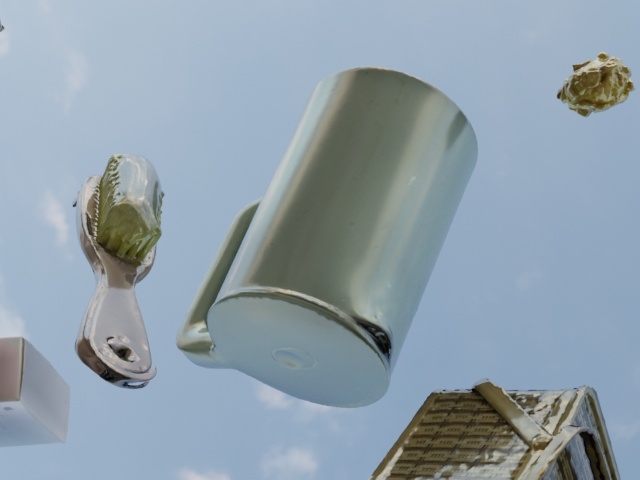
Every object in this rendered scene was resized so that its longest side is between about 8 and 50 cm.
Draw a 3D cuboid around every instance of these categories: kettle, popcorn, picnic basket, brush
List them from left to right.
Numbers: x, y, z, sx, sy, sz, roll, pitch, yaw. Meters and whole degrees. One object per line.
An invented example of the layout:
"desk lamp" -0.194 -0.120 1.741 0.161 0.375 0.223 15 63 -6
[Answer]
"brush" -0.147 0.005 0.836 0.072 0.313 0.067 23 -69 -19
"kettle" 0.002 -0.009 1.179 0.265 0.205 0.318 12 -124 15
"picnic basket" 0.147 0.279 0.916 0.175 0.313 0.228 -6 -67 33
"popcorn" 0.298 -0.168 1.210 0.083 0.082 0.057 -17 -72 30

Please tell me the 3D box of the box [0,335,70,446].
"box" -0.501 0.218 1.546 0.251 0.203 0.106 -5 -117 3

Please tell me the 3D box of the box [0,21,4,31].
"box" -0.393 -0.351 0.939 0.214 0.069 0.353 30 -39 29
